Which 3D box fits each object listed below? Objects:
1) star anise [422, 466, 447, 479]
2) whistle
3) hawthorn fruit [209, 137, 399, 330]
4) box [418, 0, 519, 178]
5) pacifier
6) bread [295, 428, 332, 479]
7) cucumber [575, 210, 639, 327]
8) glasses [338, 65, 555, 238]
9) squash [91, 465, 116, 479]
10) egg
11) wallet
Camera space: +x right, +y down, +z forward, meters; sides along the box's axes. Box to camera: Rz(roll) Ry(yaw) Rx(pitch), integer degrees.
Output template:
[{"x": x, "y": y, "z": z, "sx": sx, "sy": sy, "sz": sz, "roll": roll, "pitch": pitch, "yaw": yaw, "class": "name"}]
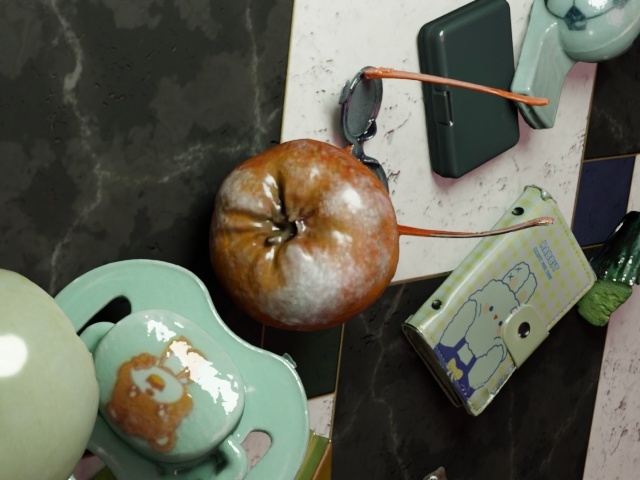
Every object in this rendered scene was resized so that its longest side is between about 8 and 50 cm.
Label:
[{"x": 0.166, "y": 0.459, "z": 2.149, "sx": 0.212, "sy": 0.129, "sz": 0.283, "roll": -56, "pitch": 144, "yaw": -5, "class": "star anise"}, {"x": 0.383, "y": -0.301, "z": 2.031, "sx": 0.163, "sy": 0.163, "sz": 0.289, "roll": 46, "pitch": 52, "yaw": -44, "class": "whistle"}, {"x": -0.022, "y": -0.009, "z": 1.727, "sx": 0.231, "sy": 0.263, "sz": 0.235, "roll": -4, "pitch": 100, "yaw": -9, "class": "hawthorn fruit"}, {"x": 0.211, "y": -0.215, "z": 1.981, "sx": 0.160, "sy": 0.050, "sz": 0.230, "roll": -30, "pitch": 125, "yaw": -34, "class": "box"}, {"x": -0.185, "y": 0.200, "z": 1.633, "sx": 0.288, "sy": 0.343, "sz": 0.269, "roll": -42, "pitch": 168, "yaw": -17, "class": "pacifier"}, {"x": -0.014, "y": 0.334, "z": 1.952, "sx": 0.084, "sy": 0.074, "sz": 0.139, "roll": 30, "pitch": 82, "yaw": -46, "class": "bread"}, {"x": 0.487, "y": 0.039, "z": 2.332, "sx": 0.193, "sy": 0.086, "sz": 0.115, "roll": -55, "pitch": 179, "yaw": -16, "class": "cucumber"}, {"x": 0.154, "y": -0.103, "z": 1.821, "sx": 0.118, "sy": 0.268, "sz": 0.234, "roll": -38, "pitch": 129, "yaw": -53, "class": "glasses"}, {"x": -0.153, "y": 0.407, "z": 1.669, "sx": 0.210, "sy": 0.309, "sz": 0.233, "roll": -2, "pitch": 107, "yaw": -44, "class": "squash"}, {"x": -0.391, "y": 0.186, "z": 1.374, "sx": 0.336, "sy": 0.278, "sz": 0.278, "roll": -37, "pitch": 128, "yaw": -36, "class": "egg"}, {"x": 0.271, "y": 0.092, "z": 2.140, "sx": 0.309, "sy": 0.077, "sz": 0.223, "roll": -47, "pitch": 129, "yaw": -19, "class": "wallet"}]
